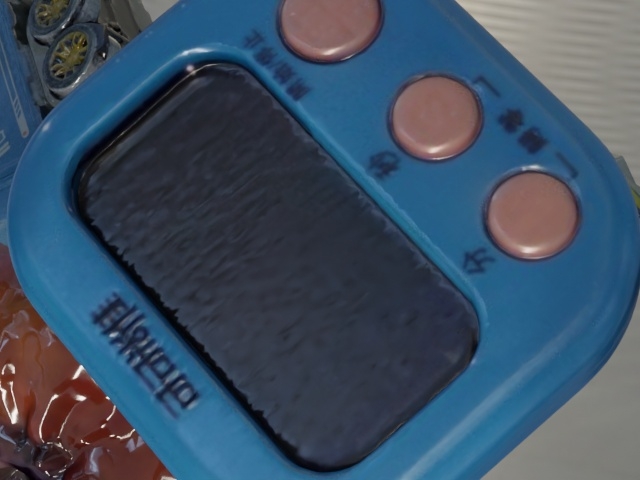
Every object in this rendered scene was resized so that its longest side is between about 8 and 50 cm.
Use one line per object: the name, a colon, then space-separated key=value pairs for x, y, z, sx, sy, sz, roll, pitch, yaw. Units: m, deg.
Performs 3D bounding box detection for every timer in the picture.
timer: x=0.000 y=0.000 z=1.098 sx=0.340 sy=0.309 sz=0.115 roll=47 pitch=173 yaw=22

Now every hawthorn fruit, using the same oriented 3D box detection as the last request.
hawthorn fruit: x=-0.199 y=0.153 z=1.725 sx=0.471 sy=0.472 sz=0.472 roll=8 pitch=145 yaw=6

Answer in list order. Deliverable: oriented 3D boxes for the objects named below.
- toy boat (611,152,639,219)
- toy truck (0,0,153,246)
toy boat: x=0.288 y=-0.075 z=2.072 sx=0.129 sy=0.088 sz=0.295 roll=19 pitch=171 yaw=34
toy truck: x=-0.203 y=-0.136 z=1.451 sx=0.175 sy=0.367 sz=0.146 roll=-38 pitch=137 yaw=19
